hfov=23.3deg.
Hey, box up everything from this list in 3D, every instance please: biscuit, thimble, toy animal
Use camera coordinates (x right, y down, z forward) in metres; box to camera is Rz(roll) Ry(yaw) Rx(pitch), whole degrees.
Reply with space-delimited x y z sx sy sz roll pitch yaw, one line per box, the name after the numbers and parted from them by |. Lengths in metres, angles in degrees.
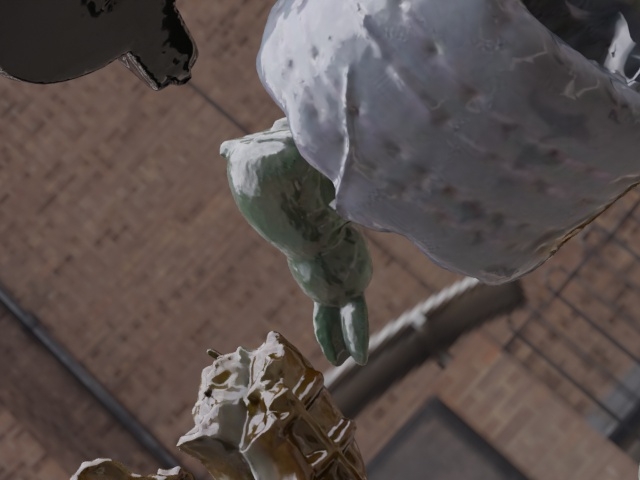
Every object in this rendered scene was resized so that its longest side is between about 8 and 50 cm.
-0.070 0.248 1.308 0.115 0.268 0.366 -33 3 35 | biscuit
0.063 -0.069 0.595 0.118 0.151 0.127 -40 22 37 | thimble
-0.001 -0.001 1.540 0.125 0.127 0.251 -29 -70 -30 | toy animal

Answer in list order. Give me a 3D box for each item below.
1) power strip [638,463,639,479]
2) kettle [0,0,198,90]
0.444 0.136 1.444 0.357 0.161 0.357 -57 -5 -8 | power strip
-0.227 -0.220 0.920 0.203 0.308 0.262 -35 -28 -33 | kettle
